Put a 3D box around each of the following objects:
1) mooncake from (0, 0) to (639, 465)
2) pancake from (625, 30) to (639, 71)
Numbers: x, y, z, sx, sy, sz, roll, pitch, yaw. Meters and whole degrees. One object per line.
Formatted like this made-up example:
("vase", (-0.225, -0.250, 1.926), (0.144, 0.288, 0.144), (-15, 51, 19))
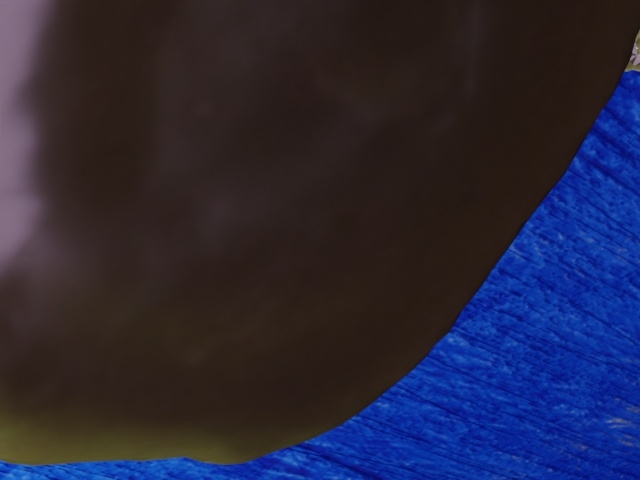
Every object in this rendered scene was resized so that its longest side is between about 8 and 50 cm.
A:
("mooncake", (-0.083, -0.129, 0.810), (0.467, 0.262, 0.467), (-14, 122, -23))
("pancake", (0.214, -0.263, 0.996), (0.386, 0.082, 0.387), (-4, 124, -6))
